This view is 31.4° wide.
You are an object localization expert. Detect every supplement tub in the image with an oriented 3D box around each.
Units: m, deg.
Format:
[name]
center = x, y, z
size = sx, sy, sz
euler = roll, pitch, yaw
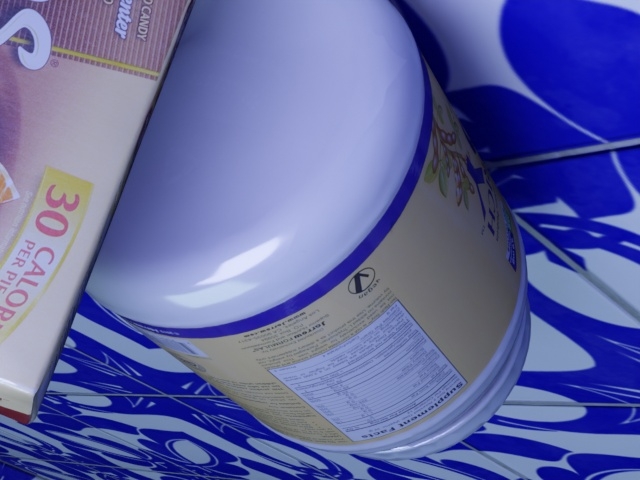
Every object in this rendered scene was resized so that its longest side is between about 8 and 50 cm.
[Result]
[supplement tub]
center = 0.000, 0.000, 0.757
size = 0.241, 0.241, 0.331
euler = 4, 156, 29

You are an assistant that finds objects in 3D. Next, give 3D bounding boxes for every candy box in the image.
[candy box]
center = -0.170, -0.091, 0.558
size = 0.182, 0.317, 0.087
euler = 21, 157, -9
